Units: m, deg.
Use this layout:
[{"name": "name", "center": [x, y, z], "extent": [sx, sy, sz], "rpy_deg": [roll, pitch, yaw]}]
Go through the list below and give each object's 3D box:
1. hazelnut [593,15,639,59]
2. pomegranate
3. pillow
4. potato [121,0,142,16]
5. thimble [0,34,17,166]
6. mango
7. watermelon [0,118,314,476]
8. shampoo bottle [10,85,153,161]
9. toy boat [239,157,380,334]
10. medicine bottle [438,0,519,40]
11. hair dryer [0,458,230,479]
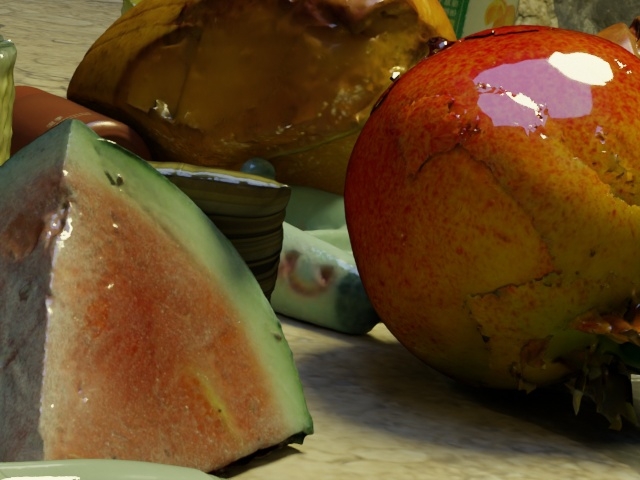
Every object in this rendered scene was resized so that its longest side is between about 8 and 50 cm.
[{"name": "hazelnut", "center": [0.307, -0.119, 1.711], "extent": [0.182, 0.182, 0.182], "rpy_deg": [7, 12, -2]}, {"name": "pomegranate", "center": [0.121, -0.009, 1.011], "extent": [0.210, 0.210, 0.235], "rpy_deg": [-3, 48, -41]}, {"name": "pillow", "center": [-0.075, 0.007, 0.969], "extent": [0.113, 0.038, 0.203], "rpy_deg": [5, -24, -3]}, {"name": "potato", "center": [-0.128, -0.181, 1.819], "extent": [0.149, 0.120, 0.081], "rpy_deg": [-4, 16, -41]}, {"name": "thimble", "center": [-0.316, -0.061, 1.089], "extent": [0.271, 0.150, 0.271], "rpy_deg": [7, 12, -2]}, {"name": "mango", "center": [-0.052, -0.110, 1.329], "extent": [0.350, 0.201, 0.199], "rpy_deg": [2, 22, 46]}, {"name": "watermelon", "center": [-0.109, 0.077, 0.846], "extent": [0.207, 0.136, 0.202], "rpy_deg": [32, 49, -12]}, {"name": "shampoo bottle", "center": [-0.212, -0.072, 1.374], "extent": [0.085, 0.085, 0.244], "rpy_deg": [0, 13, -31]}, {"name": "toy boat", "center": [0.000, 0.000, 1.181], "extent": [0.134, 0.078, 0.208], "rpy_deg": [-7, 20, -41]}, {"name": "medicine bottle", "center": [0.080, -0.146, 1.421], "extent": [0.133, 0.274, 0.133], "rpy_deg": [12, 11, -3]}, {"name": "hair dryer", "center": [-0.068, 0.117, 0.674], "extent": [0.206, 0.075, 0.237], "rpy_deg": [25, 13, 34]}]
